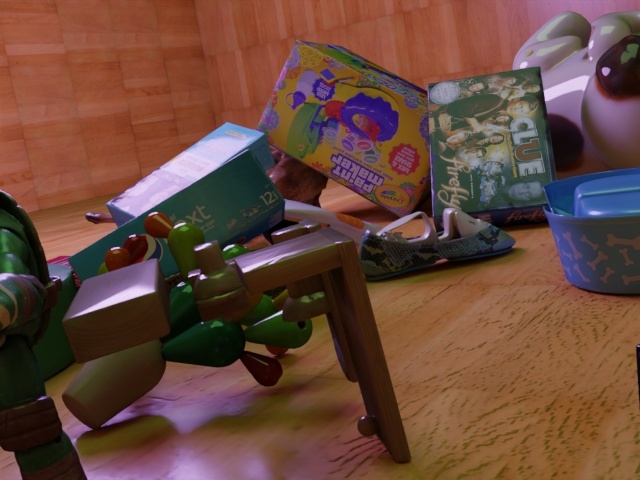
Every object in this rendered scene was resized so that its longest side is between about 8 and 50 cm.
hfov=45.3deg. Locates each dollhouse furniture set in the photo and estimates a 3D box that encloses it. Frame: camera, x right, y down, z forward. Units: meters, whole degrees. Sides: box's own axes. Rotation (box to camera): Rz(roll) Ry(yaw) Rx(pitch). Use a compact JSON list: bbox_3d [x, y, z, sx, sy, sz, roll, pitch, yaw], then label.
[{"bbox_3d":[-0.052,0.070,0.452,0.151,0.123,0.144,-18,11,-9],"label":"dollhouse furniture set"}]

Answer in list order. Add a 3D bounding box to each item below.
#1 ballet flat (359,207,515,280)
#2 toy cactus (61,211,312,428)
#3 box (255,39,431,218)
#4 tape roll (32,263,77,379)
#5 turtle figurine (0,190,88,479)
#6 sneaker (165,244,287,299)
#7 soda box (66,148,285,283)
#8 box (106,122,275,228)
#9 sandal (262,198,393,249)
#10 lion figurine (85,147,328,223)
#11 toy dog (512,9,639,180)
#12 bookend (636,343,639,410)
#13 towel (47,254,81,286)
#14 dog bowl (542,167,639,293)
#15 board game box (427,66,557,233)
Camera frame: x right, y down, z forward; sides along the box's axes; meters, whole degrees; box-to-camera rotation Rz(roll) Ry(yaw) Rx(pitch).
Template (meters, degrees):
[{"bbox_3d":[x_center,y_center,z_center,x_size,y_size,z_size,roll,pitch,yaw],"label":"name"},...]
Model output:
[{"bbox_3d":[0.131,-0.004,0.852,0.188,0.070,0.070,-12,10,-19],"label":"ballet flat"},{"bbox_3d":[-0.114,0.069,0.577,0.219,0.112,0.180,22,48,28],"label":"toy cactus"},{"bbox_3d":[0.087,-0.198,1.330,0.290,0.177,0.279,30,19,8],"label":"box"},{"bbox_3d":[-0.385,0.095,0.707,0.321,0.077,0.321,-9,9,1],"label":"tape roll"},{"bbox_3d":[-0.189,0.036,0.393,0.175,0.234,0.118,-2,12,37],"label":"turtle figurine"},{"bbox_3d":[-0.096,0.051,0.775,0.192,0.064,0.086,-20,-1,-31],"label":"sneaker"},{"bbox_3d":[-0.140,-0.003,0.779,0.210,0.071,0.067,-33,-8,-10],"label":"soda box"},{"bbox_3d":[-0.193,-0.087,1.164,0.100,0.060,0.244,22,51,42],"label":"box"},{"bbox_3d":[0.009,0.003,0.939,0.102,0.076,0.265,16,1,35],"label":"sandal"},{"bbox_3d":[-0.189,-0.084,1.353,0.392,0.142,0.240,2,26,16],"label":"lion figurine"},{"bbox_3d":[0.440,-0.213,1.193,0.395,0.284,0.408,-24,12,-11],"label":"toy dog"},{"bbox_3d":[0.230,0.074,0.274,0.157,0.072,0.156,-11,11,-16],"label":"bookend"},{"bbox_3d":[-0.295,0.038,1.108,0.275,0.031,0.199,-6,8,8],"label":"towel"},{"bbox_3d":[0.305,-0.017,0.745,0.166,0.074,0.297,-6,10,17],"label":"dog bowl"},{"bbox_3d":[0.236,-0.129,1.068,0.165,0.243,0.042,-7,-33,14],"label":"board game box"}]
